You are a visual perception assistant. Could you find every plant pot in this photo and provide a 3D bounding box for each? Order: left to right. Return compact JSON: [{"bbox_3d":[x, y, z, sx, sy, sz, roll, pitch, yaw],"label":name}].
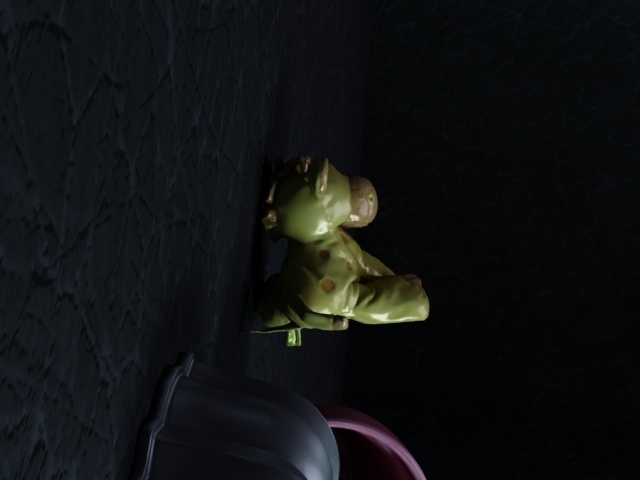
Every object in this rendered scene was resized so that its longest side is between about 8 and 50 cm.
[{"bbox_3d":[-0.014,0.232,1.166,0.180,0.201,0.201,-141,-124,-76],"label":"plant pot"}]

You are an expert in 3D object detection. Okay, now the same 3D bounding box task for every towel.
[{"bbox_3d":[-0.021,0.061,1.845,0.237,0.021,0.102,-72,169,-71],"label":"towel"}]

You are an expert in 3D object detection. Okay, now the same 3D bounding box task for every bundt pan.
[{"bbox_3d":[-0.058,0.248,0.895,0.331,0.124,0.331,6,90,-85],"label":"bundt pan"}]

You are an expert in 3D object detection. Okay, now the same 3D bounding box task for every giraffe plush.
[{"bbox_3d":[0.000,0.000,1.300,0.210,0.181,0.171,-3,90,-51],"label":"giraffe plush"}]
